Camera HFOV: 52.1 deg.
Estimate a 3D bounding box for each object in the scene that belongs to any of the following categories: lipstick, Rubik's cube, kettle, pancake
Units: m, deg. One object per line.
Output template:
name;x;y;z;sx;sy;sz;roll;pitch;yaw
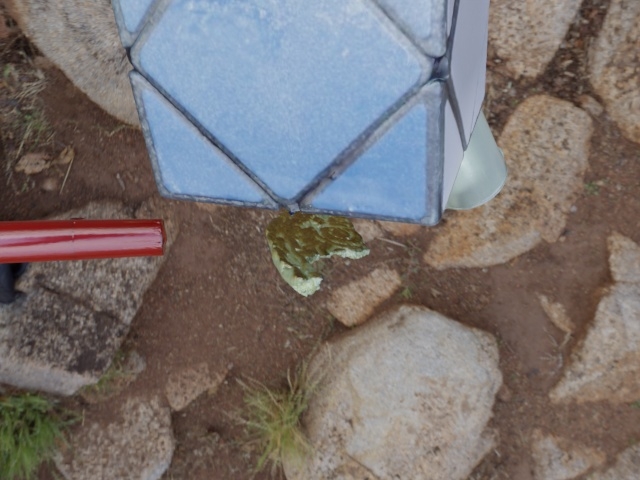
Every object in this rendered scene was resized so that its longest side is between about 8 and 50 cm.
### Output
lipstick;-0.395;-0.002;1.075;0.279;0.073;0.073;-2;109;-9
Rubik's cube;0.003;-0.152;0.447;0.205;0.207;0.205;6;124;17
kettle;0.284;-0.216;1.532;0.318;0.205;0.265;49;60;-42
pancake;-0.002;0.004;1.259;0.197;0.376;0.054;16;117;10
